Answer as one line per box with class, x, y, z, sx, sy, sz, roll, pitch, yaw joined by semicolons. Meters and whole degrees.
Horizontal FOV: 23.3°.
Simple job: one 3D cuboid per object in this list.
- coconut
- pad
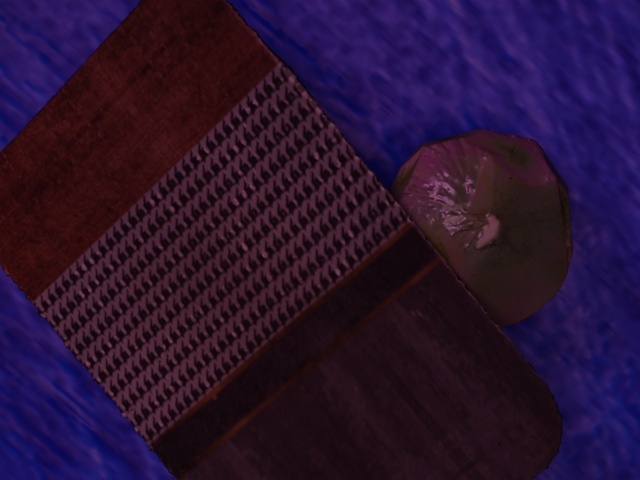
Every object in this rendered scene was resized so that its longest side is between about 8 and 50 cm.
coconut;0.065;-0.006;0.642;0.083;0.081;0.082;-45;90;4
pad;0.014;-0.010;0.589;0.250;0.055;0.323;50;134;4
